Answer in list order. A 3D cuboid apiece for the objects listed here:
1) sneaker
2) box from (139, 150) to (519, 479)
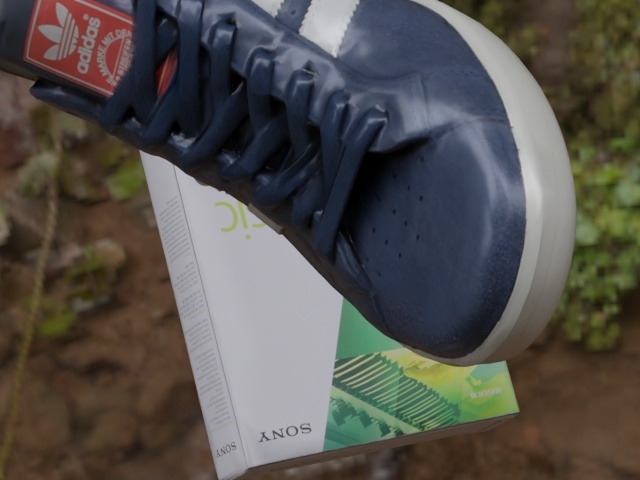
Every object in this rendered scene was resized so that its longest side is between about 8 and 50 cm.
[{"bbox_3d":[-0.045,-0.068,0.753,0.148,0.131,0.350,0,31,-37],"label":"sneaker"},{"bbox_3d":[0.000,0.000,1.400,0.232,0.058,0.322,-9,78,-29],"label":"box"}]
